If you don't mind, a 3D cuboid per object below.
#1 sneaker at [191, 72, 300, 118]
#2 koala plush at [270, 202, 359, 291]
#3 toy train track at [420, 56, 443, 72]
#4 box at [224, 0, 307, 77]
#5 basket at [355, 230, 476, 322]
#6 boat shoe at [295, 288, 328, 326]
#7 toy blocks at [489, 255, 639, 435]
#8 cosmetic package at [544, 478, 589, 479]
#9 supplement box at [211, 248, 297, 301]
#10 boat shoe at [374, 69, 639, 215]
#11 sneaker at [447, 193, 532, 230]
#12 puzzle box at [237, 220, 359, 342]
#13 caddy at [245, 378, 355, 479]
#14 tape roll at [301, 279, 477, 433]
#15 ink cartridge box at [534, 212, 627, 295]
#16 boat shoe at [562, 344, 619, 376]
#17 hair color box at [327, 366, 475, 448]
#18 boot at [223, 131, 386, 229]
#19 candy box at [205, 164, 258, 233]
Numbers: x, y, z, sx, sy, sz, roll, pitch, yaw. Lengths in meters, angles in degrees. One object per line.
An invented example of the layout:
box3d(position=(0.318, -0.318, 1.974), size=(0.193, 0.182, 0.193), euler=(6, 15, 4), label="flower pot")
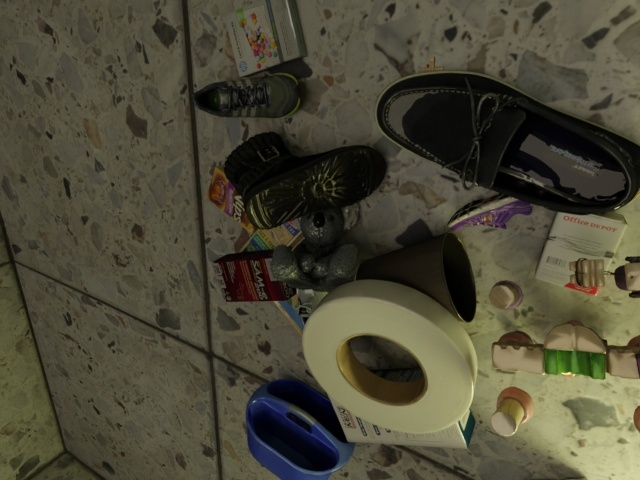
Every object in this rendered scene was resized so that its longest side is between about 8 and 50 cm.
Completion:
box3d(position=(-0.183, -0.343, 1.028), size=(0.300, 0.121, 0.111), euler=(3, 111, 31), label="sneaker")
box3d(position=(0.000, 0.000, 1.005), size=(0.196, 0.203, 0.221), euler=(-1, 71, 10), label="koala plush")
box3d(position=(0.222, -0.326, 0.851), size=(0.048, 0.014, 0.083), euler=(9, 114, 29), label="toy train track")
box3d(position=(-0.131, -0.483, 0.992), size=(0.186, 0.038, 0.145), euler=(-3, 107, 34), label="box")
box3d(position=(0.207, 0.092, 0.951), size=(0.227, 0.154, 0.204), euler=(-10, 110, 38), label="basket")
box3d(position=(-0.020, 0.179, 1.100), size=(0.079, 0.081, 0.227), euler=(-11, 103, 34), label="boat shoe")
box3d(position=(0.471, 0.187, 0.768), size=(0.289, 0.260, 0.308), euler=(-5, 85, 34), label="toy blocks")
box3d(position=(0.619, 0.803, 0.933), size=(0.162, 0.230, 0.453), euler=(-28, 94, 36), label="cosmetic package")
box3d(position=(-0.184, 0.100, 1.177), size=(0.240, 0.073, 0.130), euler=(-7, 105, 34), label="supplement box")
box3d(position=(0.318, -0.183, 0.764), size=(0.500, 0.156, 0.186), euler=(28, 123, 21), label="boat shoe")
box3d(position=(0.343, -0.048, 0.859), size=(0.170, 0.068, 0.071), euler=(-20, 104, 35), label="sneaker")
box3d(position=(-0.035, 0.116, 1.168), size=(0.409, 0.052, 0.272), euler=(50, 126, 6), label="puzzle box")
box3d(position=(-0.065, 0.563, 1.253), size=(0.341, 0.241, 0.179), euler=(25, 125, 21), label="caddy")
box3d(position=(0.142, 0.266, 0.937), size=(0.392, 0.072, 0.391), euler=(13, 124, 21), label="tape roll")
box3d(position=(0.485, 0.012, 0.794), size=(0.109, 0.063, 0.150), euler=(18, 118, 24), label="ink cartridge box")
box3d(position=(0.558, 0.250, 0.861), size=(0.043, 0.049, 0.137), euler=(30, 133, -34), label="boat shoe")
box3d(position=(0.205, 0.438, 1.116), size=(0.347, 0.105, 0.173), euler=(-16, 100, 35), label="hair color box")
box3d(position=(-0.049, -0.176, 1.000), size=(0.260, 0.348, 0.131), euler=(-120, 16, -52), label="boot")
box3d(position=(-0.231, -0.119, 1.194), size=(0.187, 0.053, 0.109), euler=(36, 123, 13), label="candy box")
